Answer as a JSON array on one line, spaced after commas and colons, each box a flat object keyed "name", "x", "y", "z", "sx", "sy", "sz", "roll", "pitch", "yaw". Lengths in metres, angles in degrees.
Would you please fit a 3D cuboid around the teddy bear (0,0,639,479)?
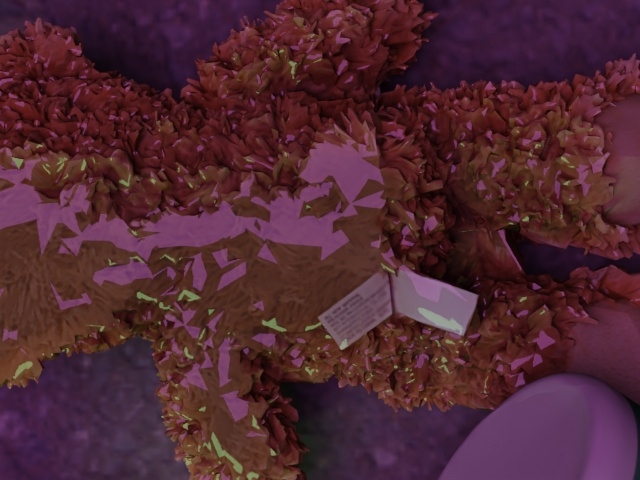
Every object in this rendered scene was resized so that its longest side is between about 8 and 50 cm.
[{"name": "teddy bear", "x": 0.000, "y": 0.000, "z": 0.857, "sx": 0.338, "sy": 0.113, "sz": 0.245, "roll": -13, "pitch": 99, "yaw": 7}]

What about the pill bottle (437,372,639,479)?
[{"name": "pill bottle", "x": 0.149, "y": 0.152, "z": 0.790, "sx": 0.208, "sy": 0.117, "sz": 0.117, "roll": 35, "pitch": 104, "yaw": -20}]
